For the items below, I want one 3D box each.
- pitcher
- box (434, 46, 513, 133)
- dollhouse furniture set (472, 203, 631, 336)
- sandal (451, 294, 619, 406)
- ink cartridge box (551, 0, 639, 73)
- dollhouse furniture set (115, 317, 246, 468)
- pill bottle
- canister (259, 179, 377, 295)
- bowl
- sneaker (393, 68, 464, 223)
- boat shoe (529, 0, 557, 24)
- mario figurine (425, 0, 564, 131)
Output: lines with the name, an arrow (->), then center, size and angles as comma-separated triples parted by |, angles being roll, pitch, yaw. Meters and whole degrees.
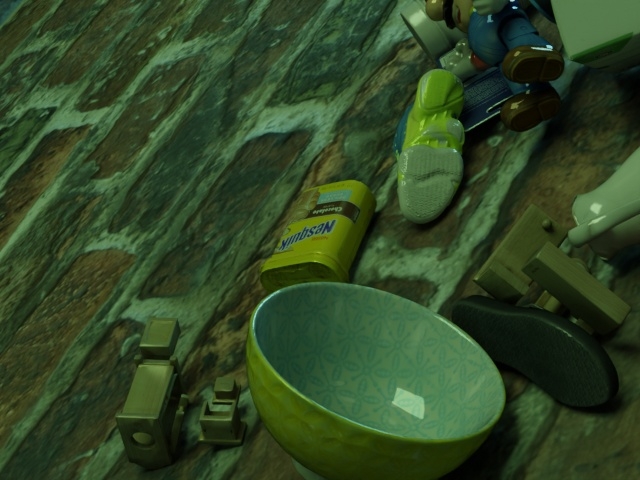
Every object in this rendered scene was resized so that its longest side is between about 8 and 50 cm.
pitcher -> 0.376, -0.050, 1.523 | 0.207, 0.125, 0.178 | -28, -1, 21
box -> 0.250, -0.235, 2.003 | 0.136, 0.036, 0.225 | -29, 32, 13
dollhouse furniture set -> 0.281, 0.024, 1.529 | 0.123, 0.144, 0.151 | -50, -3, -21
sandal -> 0.239, 0.107, 1.517 | 0.054, 0.097, 0.254 | -22, 25, -26
ink cartridge box -> 0.405, -0.287, 1.749 | 0.160, 0.093, 0.219 | -20, -6, 24
dollhouse furniture set -> -0.163, 0.202, 1.818 | 0.161, 0.101, 0.182 | 1, 41, 11
pill bottle -> 0.235, -0.372, 2.121 | 0.208, 0.119, 0.119 | -35, 31, 3
canister -> 0.000, 0.000, 1.908 | 0.126, 0.073, 0.170 | -12, 38, 35
bowl -> 0.042, 0.187, 1.506 | 0.289, 0.289, 0.156 | -110, 34, -58
sneaker -> 0.147, -0.116, 1.927 | 0.126, 0.091, 0.240 | 125, 163, -64
boat shoe -> 0.357, -0.362, 1.894 | 0.089, 0.109, 0.258 | -39, -6, 32
mario figurine -> 0.214, -0.287, 1.893 | 0.198, 0.170, 0.320 | -55, 35, 29
